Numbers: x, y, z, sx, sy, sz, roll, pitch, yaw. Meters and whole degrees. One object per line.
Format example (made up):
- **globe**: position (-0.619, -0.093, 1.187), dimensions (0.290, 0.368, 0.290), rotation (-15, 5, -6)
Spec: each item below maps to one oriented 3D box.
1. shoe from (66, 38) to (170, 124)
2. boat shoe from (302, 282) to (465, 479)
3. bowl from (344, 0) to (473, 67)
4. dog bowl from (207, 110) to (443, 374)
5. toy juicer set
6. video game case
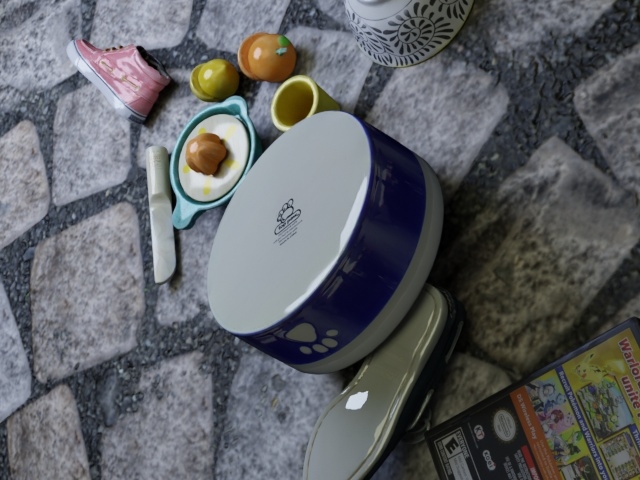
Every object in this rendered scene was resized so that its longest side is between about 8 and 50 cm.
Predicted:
- **shoe**: position (-0.270, -0.237, 1.651), dimensions (0.081, 0.063, 0.178), rotation (-50, 58, 12)
- **boat shoe**: position (0.067, 0.163, 1.253), dimensions (0.095, 0.079, 0.254), rotation (24, 88, 41)
- **bowl**: position (0.083, -0.289, 1.385), dimensions (0.170, 0.080, 0.170), rotation (-13, 67, 34)
- **dog bowl**: position (0.000, 0.000, 1.287), dimensions (0.265, 0.104, 0.265), rotation (-34, 40, 34)
- **toy juicer set**: position (-0.141, -0.126, 1.496), dimensions (0.329, 0.089, 0.209), rotation (-41, 55, 20)
- **video game case**: position (0.243, 0.247, 1.122), dimensions (0.248, 0.035, 0.274), rotation (-34, 57, 24)
